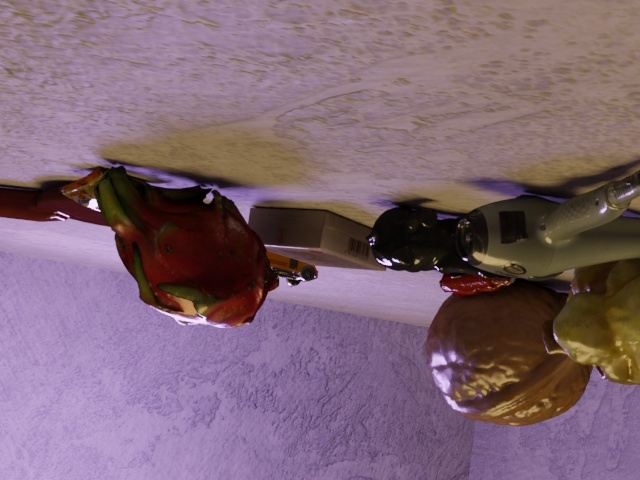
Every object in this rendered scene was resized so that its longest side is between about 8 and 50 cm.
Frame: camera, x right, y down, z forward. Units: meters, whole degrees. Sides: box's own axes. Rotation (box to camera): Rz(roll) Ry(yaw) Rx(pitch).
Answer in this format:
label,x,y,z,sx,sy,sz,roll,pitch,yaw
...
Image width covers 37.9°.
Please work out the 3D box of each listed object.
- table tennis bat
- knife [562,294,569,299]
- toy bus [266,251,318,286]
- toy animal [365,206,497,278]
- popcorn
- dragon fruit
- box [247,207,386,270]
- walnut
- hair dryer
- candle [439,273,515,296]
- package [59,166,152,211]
label,x,y,z,sx,sy,sz,roll,pitch,yaw
table tennis bat,-0.352,-0.047,1.494,0.414,0.051,0.268,5,171,15
knife,0.447,0.126,1.963,0.398,0.038,0.132,5,170,37
toy bus,-0.083,0.033,1.699,0.162,0.074,0.069,14,164,-24
toy animal,0.180,0.007,1.186,0.269,0.082,0.137,7,177,-25
popcorn,0.394,0.100,1.090,0.266,0.192,0.233,-8,-167,-5
dragon fruit,-0.172,0.001,1.236,0.198,0.269,0.200,-33,-177,29
box,0.000,0.000,1.406,0.141,0.058,0.201,4,172,34
walnut,0.363,0.214,1.794,0.332,0.333,0.333,8,173,1
hair dryer,0.298,-0.017,0.933,0.229,0.092,0.267,4,167,-34
candle,0.293,0.078,1.716,0.048,0.053,0.162,7,173,-40
package,-0.282,-0.062,1.284,0.108,0.031,0.120,-18,151,42
